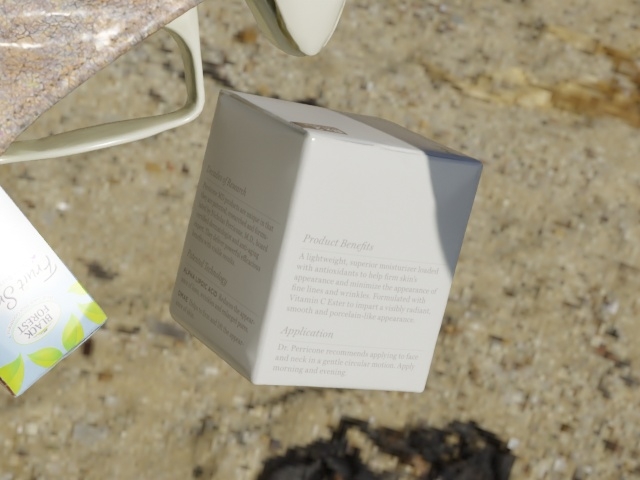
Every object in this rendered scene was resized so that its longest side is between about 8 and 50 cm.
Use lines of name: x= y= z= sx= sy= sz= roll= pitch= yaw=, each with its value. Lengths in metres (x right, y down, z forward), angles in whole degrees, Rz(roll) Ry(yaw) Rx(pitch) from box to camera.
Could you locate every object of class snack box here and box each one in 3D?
snack box: x=-0.220 y=-0.021 z=0.806 sx=0.070 sy=0.207 sz=0.174 roll=-40 pitch=15 yaw=-15

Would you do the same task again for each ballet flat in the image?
ballet flat: x=-0.057 y=-0.113 z=0.644 sx=0.316 sy=0.106 sz=0.107 roll=-30 pitch=19 yaw=-8

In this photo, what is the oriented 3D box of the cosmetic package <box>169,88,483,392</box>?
cosmetic package: x=0.000 y=0.000 z=1.094 sx=0.151 sy=0.183 sz=0.151 roll=7 pitch=13 yaw=-32
